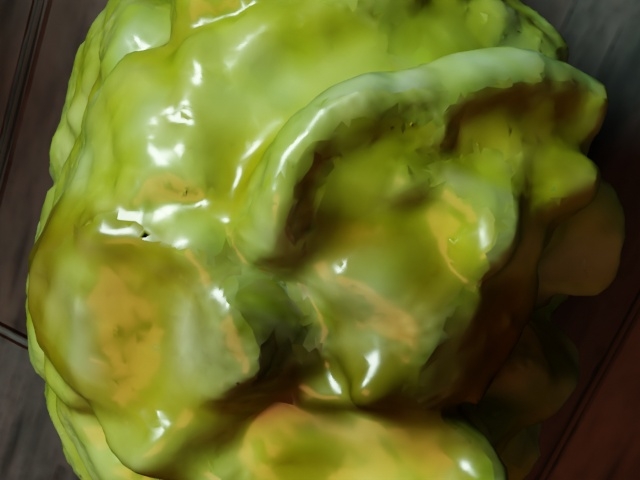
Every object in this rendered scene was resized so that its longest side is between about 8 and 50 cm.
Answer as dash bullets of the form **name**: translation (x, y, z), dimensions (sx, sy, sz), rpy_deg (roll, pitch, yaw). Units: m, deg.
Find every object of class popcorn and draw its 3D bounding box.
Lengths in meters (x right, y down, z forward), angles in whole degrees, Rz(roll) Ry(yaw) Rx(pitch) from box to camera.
- **popcorn**: translation (0.001, 0.006, 0.624), dimensions (0.181, 0.217, 0.235), rpy_deg (10, 117, -7)
